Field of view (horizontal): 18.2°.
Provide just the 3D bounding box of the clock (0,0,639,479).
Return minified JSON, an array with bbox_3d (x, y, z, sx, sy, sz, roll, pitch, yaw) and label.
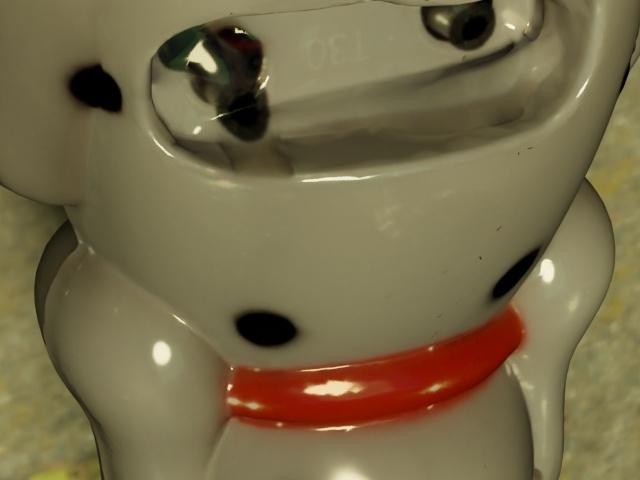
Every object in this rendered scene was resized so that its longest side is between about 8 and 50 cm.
[{"bbox_3d":[-0.001,-0.004,0.501,0.189,0.189,0.254,-14,124,-17],"label":"clock"}]
